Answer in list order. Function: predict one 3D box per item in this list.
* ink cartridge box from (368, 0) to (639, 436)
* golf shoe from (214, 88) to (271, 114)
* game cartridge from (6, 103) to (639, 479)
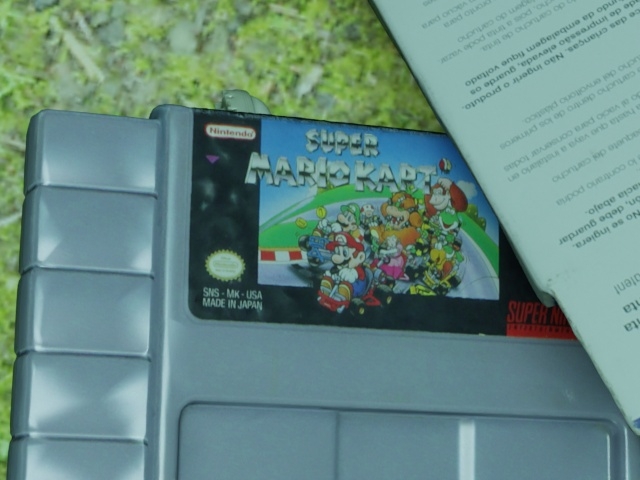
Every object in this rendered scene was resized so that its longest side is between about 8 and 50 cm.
[{"bbox_3d":[0.202,-0.117,0.690,0.324,0.071,0.330,-29,61,5],"label":"ink cartridge box"},{"bbox_3d":[0.000,0.000,0.804,0.086,0.069,0.176,-19,88,-17],"label":"golf shoe"},{"bbox_3d":[0.034,0.059,0.741,0.355,0.068,0.230,4,83,-18],"label":"game cartridge"}]
